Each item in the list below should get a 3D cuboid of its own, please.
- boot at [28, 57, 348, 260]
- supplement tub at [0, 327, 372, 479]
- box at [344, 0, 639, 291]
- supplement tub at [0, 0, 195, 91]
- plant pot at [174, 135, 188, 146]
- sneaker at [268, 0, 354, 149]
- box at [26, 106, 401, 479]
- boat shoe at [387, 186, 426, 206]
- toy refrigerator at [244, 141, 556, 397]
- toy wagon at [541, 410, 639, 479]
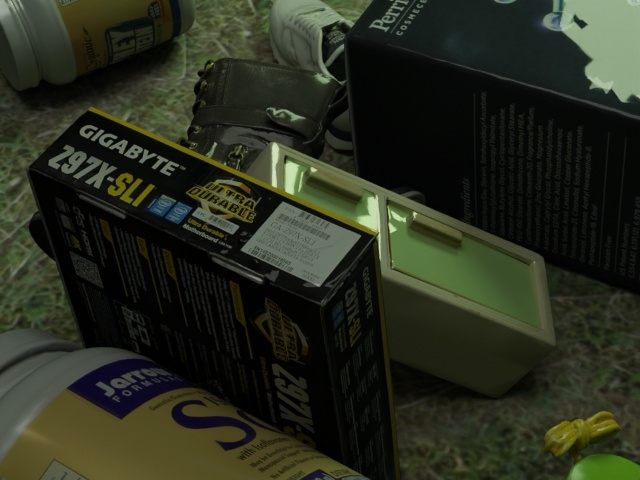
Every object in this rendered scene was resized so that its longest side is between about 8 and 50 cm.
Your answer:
[{"bbox_3d":[-0.111,-0.068,1.370,0.263,0.091,0.229,5,55,4],"label":"boot"},{"bbox_3d":[-0.119,0.220,1.076,0.331,0.241,0.241,25,54,26],"label":"supplement tub"},{"bbox_3d":[0.265,-0.144,1.400,0.395,0.212,0.293,18,52,22],"label":"box"},{"bbox_3d":[-0.246,-0.249,1.597,0.200,0.144,0.144,-26,50,-17],"label":"supplement tub"},{"bbox_3d":[-0.156,-0.048,1.452,0.079,0.083,0.083,-15,46,9],"label":"plant pot"},{"bbox_3d":[0.010,-0.195,1.555,0.090,0.095,0.235,-22,47,-12],"label":"sneaker"},{"bbox_3d":[-0.070,0.077,1.151,0.257,0.322,0.079,22,54,25],"label":"box"},{"bbox_3d":[0.000,0.000,1.386,0.206,0.075,0.065,-32,54,-16],"label":"boat shoe"},{"bbox_3d":[0.057,0.025,1.247,0.269,0.094,0.102,22,43,-22],"label":"toy refrigerator"},{"bbox_3d":[0.263,0.267,1.048,0.267,0.068,0.344,-11,51,-34],"label":"toy wagon"}]
